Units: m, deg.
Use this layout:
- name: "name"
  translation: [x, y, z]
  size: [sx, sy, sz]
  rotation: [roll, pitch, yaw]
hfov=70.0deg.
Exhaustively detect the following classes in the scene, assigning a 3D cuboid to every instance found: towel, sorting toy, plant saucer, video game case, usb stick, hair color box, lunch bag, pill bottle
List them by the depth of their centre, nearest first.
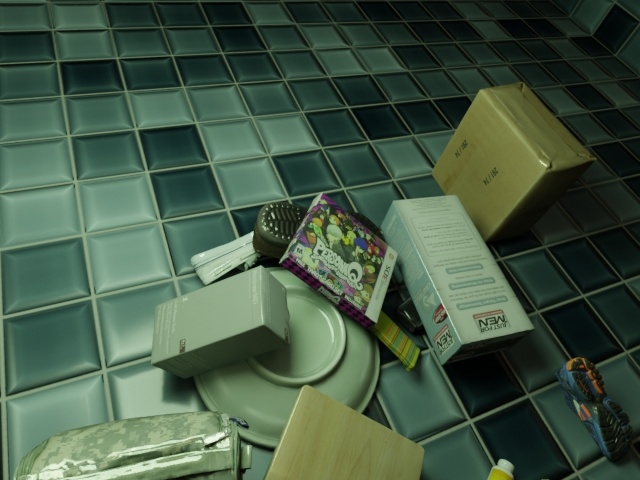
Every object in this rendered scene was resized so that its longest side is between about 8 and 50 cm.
- name: "lunch bag"
  translation: [-0.258, 0.366, 0.666]
  size: [0.304, 0.256, 0.213]
  rotation: [-3, 55, -17]
- name: "sorting toy"
  translation: [0.021, 0.426, 0.770]
  size: [0.255, 0.089, 0.257]
  rotation: [30, 53, -6]
- name: "pill bottle"
  translation: [0.342, 0.464, 0.874]
  size: [0.043, 0.043, 0.083]
  rotation: [35, 54, 13]
- name: "plant saucer"
  translation: [-0.060, 0.204, 0.935]
  size: [0.400, 0.101, 0.401]
  rotation: [7, 53, -9]
- name: "video game case"
  translation: [0.049, 0.037, 0.967]
  size: [0.232, 0.042, 0.210]
  rotation: [38, 46, -12]
- name: "towel"
  translation: [0.122, 0.176, 1.000]
  size: [0.237, 0.021, 0.102]
  rotation: [45, 19, 9]
- name: "hair color box"
  translation: [0.297, 0.074, 1.052]
  size: [0.185, 0.114, 0.375]
  rotation: [-7, 55, -19]
- name: "usb stick"
  translation: [0.291, 0.126, 1.114]
  size: [0.278, 0.045, 0.077]
  rotation: [-32, 60, -31]

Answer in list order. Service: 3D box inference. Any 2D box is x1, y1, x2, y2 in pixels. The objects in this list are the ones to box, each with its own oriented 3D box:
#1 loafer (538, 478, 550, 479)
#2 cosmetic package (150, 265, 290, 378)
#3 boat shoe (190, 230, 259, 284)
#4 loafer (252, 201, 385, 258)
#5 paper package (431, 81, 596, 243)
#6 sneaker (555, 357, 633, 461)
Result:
- name: "loafer"
  translation: [0.402, 0.501, 0.858]
  size: [0.148, 0.050, 0.056]
  rotation: [-24, 64, -27]
- name: "cosmetic package"
  translation: [-0.181, 0.153, 0.836]
  size: [0.237, 0.107, 0.127]
  rotation: [-24, 50, 17]
- name: "boat shoe"
  translation: [-0.186, 0.035, 1.056]
  size: [0.226, 0.083, 0.076]
  rotation: [-24, 90, -28]
- name: "loafer"
  translation: [0.000, 0.000, 1.074]
  size: [0.365, 0.130, 0.134]
  rotation: [14, 57, -30]
- name: "paper package"
  translation: [0.490, -0.200, 1.227]
  size: [0.168, 0.325, 0.310]
  rotation: [-11, 58, -21]
- name: "sneaker"
  translation: [0.589, 0.362, 0.991]
  size: [0.083, 0.087, 0.221]
  rotation: [-17, 77, -14]
